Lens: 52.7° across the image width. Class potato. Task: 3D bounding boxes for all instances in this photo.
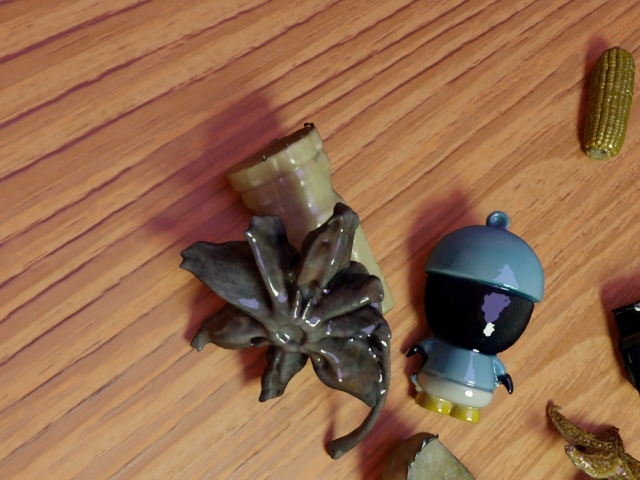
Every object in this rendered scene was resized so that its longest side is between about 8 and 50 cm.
[{"bbox_3d":[0.168,0.375,0.904,0.243,0.098,0.138,44,69,-19],"label":"potato"}]

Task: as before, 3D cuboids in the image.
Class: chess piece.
[{"bbox_3d":[0.000,0.000,0.893,0.137,0.137,0.301,-38,109,-26],"label":"chess piece"}]

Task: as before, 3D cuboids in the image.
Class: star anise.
[{"bbox_3d":[-0.028,0.094,0.808,0.315,0.360,0.139,30,32,3],"label":"star anise"}]

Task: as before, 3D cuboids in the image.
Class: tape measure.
[{"bbox_3d":[0.632,0.188,1.143,0.222,0.135,0.202,-5,74,-32],"label":"tape measure"}]

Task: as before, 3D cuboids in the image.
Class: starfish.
[{"bbox_3d":[0.466,0.350,1.022,0.227,0.043,0.240,1,41,-42],"label":"starfish"}]

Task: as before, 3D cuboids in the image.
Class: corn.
[{"bbox_3d":[0.544,-0.259,1.217,0.080,0.080,0.238,20,75,-21],"label":"corn"}]

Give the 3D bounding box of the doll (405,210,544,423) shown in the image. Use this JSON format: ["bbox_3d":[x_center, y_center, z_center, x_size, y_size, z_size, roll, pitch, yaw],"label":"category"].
[{"bbox_3d":[0.229,0.105,0.963,0.177,0.141,0.314,17,85,9],"label":"doll"}]

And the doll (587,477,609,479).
[{"bbox_3d":[0.572,0.518,1.040,0.363,0.145,0.199,42,27,-9],"label":"doll"}]
